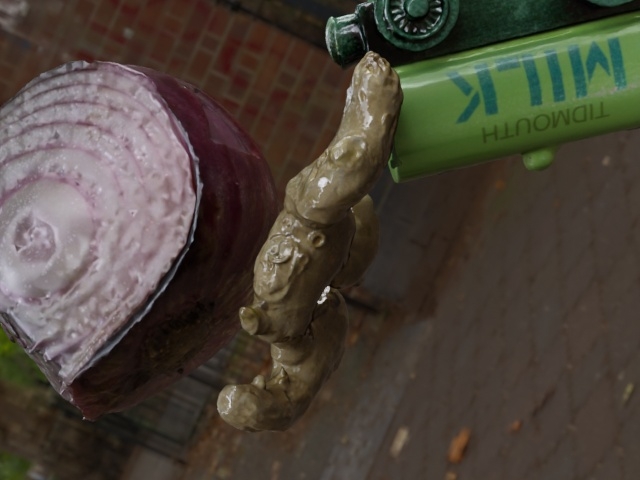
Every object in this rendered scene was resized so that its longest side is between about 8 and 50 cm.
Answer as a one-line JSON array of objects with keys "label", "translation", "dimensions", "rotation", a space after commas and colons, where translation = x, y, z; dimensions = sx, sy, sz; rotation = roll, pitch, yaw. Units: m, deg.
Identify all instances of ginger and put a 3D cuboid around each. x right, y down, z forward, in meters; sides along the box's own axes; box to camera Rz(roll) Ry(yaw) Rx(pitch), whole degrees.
[{"label": "ginger", "translation": [0.004, 0.001, 0.868], "dimensions": [0.149, 0.065, 0.259], "rotation": [-11, -61, -73]}]

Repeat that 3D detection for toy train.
[{"label": "toy train", "translation": [0.136, -0.124, 0.892], "dimensions": [0.105, 0.253, 0.157], "rotation": [-124, 22, -84]}]

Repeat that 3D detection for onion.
[{"label": "onion", "translation": [-0.149, 0.001, 1.021], "dimensions": [0.230, 0.256, 0.272], "rotation": [40, -149, -64]}]
